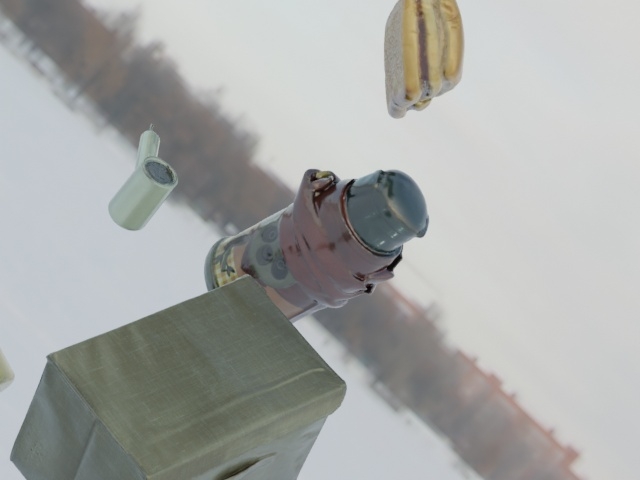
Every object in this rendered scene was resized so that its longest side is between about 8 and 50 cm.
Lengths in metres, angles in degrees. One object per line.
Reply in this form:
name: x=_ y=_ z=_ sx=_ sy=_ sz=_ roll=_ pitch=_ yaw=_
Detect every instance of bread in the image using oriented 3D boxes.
bread: x=0.107 y=-0.199 z=1.991 sx=0.200 sy=0.077 sz=0.116 roll=139 pitch=-56 yaw=-84

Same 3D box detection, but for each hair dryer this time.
hair dryer: x=-0.151 y=-0.067 z=1.641 sx=0.038 sy=0.063 sz=0.124 roll=29 pitch=35 yaw=-19

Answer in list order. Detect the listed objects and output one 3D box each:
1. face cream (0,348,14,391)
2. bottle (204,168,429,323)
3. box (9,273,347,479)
face cream: x=-0.472 y=0.125 z=2.048 sx=0.179 sy=0.218 sz=0.218 roll=61 pitch=-1 yaw=3
bottle: x=0.000 y=0.000 z=2.131 sx=0.156 sy=0.271 sz=0.143 roll=49 pitch=32 yaw=-19
box: x=-0.121 y=0.159 z=1.614 sx=0.155 sy=0.231 sz=0.149 roll=47 pitch=-45 yaw=22
